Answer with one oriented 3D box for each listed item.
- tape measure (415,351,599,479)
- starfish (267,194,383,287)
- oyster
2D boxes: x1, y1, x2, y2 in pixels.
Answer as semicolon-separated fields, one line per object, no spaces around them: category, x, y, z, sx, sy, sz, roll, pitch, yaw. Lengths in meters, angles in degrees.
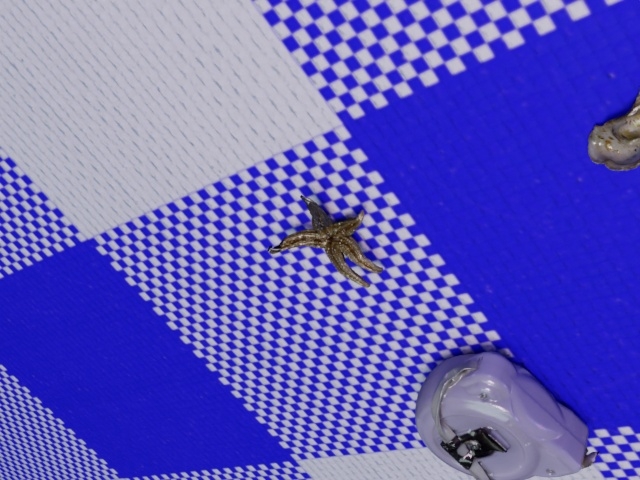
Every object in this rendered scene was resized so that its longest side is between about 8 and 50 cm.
tape measure;0.207;0.231;1.060;0.196;0.105;0.178;38;139;-9
starfish;0.001;-0.005;0.996;0.130;0.041;0.133;-5;122;23
oyster;0.277;-0.102;0.760;0.083;0.038;0.081;20;119;55
